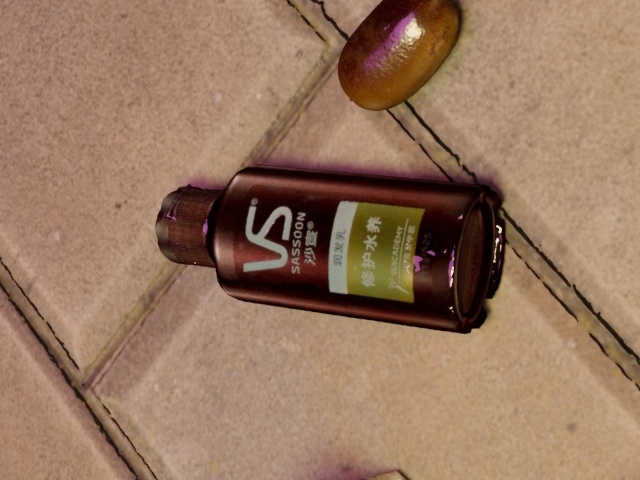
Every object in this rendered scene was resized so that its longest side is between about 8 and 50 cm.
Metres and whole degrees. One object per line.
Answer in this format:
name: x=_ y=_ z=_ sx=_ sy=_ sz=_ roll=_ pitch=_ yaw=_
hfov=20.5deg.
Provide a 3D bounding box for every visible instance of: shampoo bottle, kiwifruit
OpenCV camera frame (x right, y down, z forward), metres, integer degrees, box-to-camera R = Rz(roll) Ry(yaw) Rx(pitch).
shampoo bottle: x=0.000 y=0.000 z=1.529 sx=0.323 sy=0.084 sz=0.129 roll=8 pitch=92 yaw=36
kiwifruit: x=0.066 y=-0.163 z=1.490 sx=0.124 sy=0.075 sz=0.075 roll=-49 pitch=64 yaw=20

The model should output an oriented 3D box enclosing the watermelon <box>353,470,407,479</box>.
watermelon: x=0.016 y=0.315 z=1.455 sx=0.232 sy=0.310 sz=0.193 roll=-28 pitch=70 yaw=-7
